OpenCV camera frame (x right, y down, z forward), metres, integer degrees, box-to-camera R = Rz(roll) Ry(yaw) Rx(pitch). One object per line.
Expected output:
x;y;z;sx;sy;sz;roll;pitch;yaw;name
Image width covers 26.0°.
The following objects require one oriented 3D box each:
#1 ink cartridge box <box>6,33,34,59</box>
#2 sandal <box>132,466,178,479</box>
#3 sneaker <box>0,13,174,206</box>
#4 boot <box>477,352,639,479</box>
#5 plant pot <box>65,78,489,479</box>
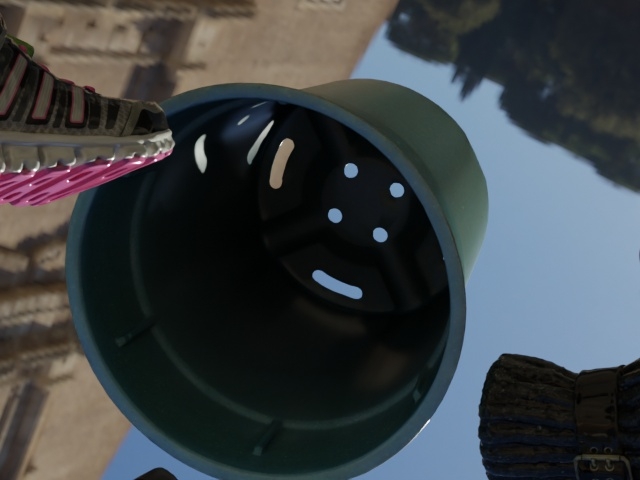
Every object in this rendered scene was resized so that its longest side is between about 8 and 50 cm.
-0.341;-0.061;1.019;0.188;0.255;0.097;25;-139;-5;ink cartridge box
-0.118;0.258;0.869;0.097;0.254;0.054;34;-148;32;sandal
-0.121;-0.054;0.529;0.170;0.063;0.075;-9;-99;-54;sneaker
0.250;0.107;1.076;0.260;0.348;0.131;14;-147;33;boot
0.000;0.000;1.256;0.341;0.341;0.334;27;-158;10;plant pot
